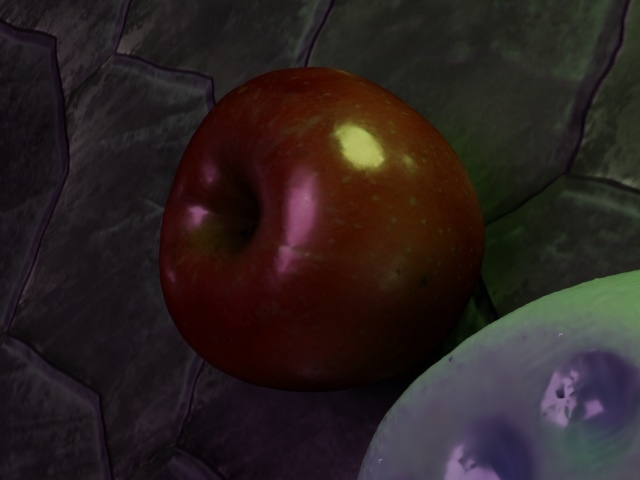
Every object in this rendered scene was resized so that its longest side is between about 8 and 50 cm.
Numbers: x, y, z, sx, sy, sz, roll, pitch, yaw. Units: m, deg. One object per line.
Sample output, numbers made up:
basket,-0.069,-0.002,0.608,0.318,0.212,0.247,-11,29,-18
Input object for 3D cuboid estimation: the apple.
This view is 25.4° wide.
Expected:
apple,0.000,0.000,1.117,0.260,0.216,0.260,-19,63,42

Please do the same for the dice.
dice,0.193,0.188,0.787,0.268,0.263,0.264,-39,50,32
